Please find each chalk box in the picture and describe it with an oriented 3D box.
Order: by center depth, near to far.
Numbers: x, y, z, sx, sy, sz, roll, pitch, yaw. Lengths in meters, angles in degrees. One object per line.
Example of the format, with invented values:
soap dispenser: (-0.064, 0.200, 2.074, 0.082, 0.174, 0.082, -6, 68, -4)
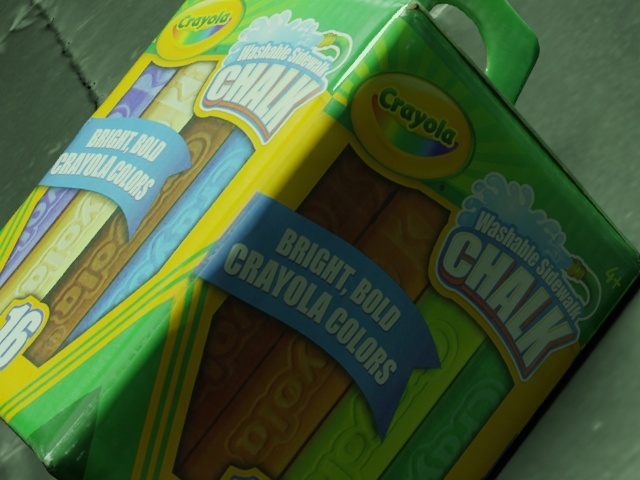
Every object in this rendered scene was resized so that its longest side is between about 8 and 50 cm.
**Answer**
chalk box: (0.000, 0.000, 0.727, 0.289, 0.180, 0.179, -52, 31, -7)
